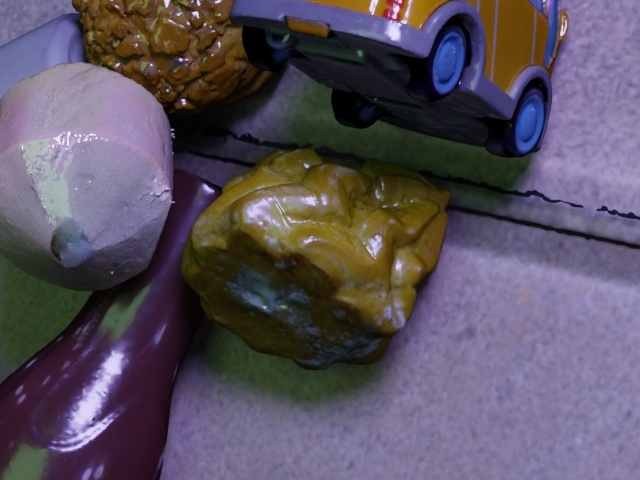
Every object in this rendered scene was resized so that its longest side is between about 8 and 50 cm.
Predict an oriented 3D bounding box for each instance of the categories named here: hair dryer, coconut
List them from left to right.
[{"bbox_3d":[-0.220,0.070,1.293,0.340,0.123,0.312,21,84,41],"label":"hair dryer"},{"bbox_3d":[-0.141,-0.033,1.155,0.116,0.116,0.122,-32,36,23],"label":"coconut"}]

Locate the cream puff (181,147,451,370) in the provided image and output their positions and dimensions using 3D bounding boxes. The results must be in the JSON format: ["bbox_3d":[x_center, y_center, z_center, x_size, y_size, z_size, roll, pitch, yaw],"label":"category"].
[{"bbox_3d":[0.000,0.000,1.153,0.146,0.146,0.116,10,51,30],"label":"cream puff"}]

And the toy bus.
[{"bbox_3d":[0.055,-0.132,1.084,0.126,0.209,0.136,13,81,31],"label":"toy bus"}]

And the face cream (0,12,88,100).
[{"bbox_3d":[-0.238,-0.058,1.300,0.252,0.101,0.101,-22,74,27],"label":"face cream"}]

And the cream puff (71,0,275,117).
[{"bbox_3d":[-0.085,-0.143,1.212,0.144,0.103,0.126,-44,71,10],"label":"cream puff"}]
